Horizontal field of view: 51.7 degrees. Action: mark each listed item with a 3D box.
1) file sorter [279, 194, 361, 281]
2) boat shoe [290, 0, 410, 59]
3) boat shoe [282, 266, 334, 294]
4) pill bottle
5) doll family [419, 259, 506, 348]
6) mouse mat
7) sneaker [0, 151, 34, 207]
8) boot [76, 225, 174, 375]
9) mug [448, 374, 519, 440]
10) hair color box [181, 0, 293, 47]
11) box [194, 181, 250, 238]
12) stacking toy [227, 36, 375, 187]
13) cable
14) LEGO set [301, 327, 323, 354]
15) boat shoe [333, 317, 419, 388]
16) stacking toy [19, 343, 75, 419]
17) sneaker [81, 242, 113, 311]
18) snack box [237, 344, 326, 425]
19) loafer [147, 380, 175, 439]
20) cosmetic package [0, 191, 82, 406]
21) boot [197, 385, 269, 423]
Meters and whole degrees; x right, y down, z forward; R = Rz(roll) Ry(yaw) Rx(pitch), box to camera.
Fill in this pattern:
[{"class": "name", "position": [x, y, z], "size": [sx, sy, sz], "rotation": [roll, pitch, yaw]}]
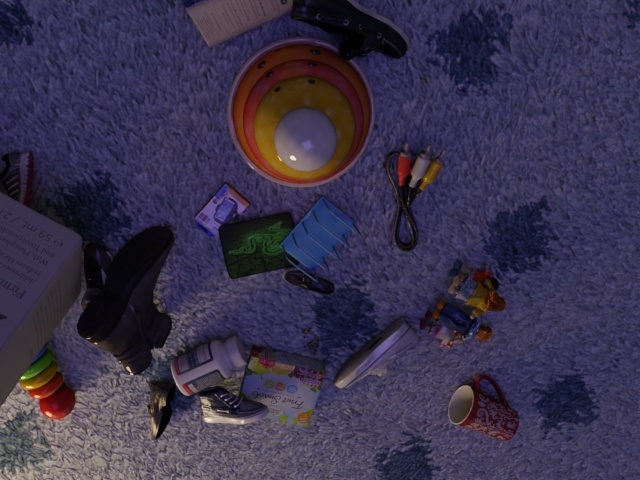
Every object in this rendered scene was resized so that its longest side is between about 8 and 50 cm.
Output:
[{"class": "file sorter", "position": [0.000, 0.000, 1.639], "size": [0.118, 0.104, 0.170], "rotation": [38, 101, -21]}, {"class": "boat shoe", "position": [0.065, -0.454, 1.439], "size": [0.340, 0.127, 0.113], "rotation": [19, 90, -48]}, {"class": "boat shoe", "position": [-0.029, 0.106, 1.710], "size": [0.142, 0.040, 0.049], "rotation": [15, 106, -10]}, {"class": "pill bottle", "position": [-0.286, 0.321, 1.722], "size": [0.180, 0.108, 0.108], "rotation": [-24, 108, 3]}, {"class": "doll family", "position": [0.389, 0.189, 1.731], "size": [0.163, 0.118, 0.263], "rotation": [25, 104, -12]}, {"class": "mouse mat", "position": [-0.154, 0.014, 1.675], "size": [0.189, 0.007, 0.153], "rotation": [-13, 114, -7]}, {"class": "sneaker", "position": [-0.729, -0.131, 1.567], "size": [0.074, 0.063, 0.171], "rotation": [9, 102, -8]}, {"class": "boot", "position": [-0.439, 0.147, 1.647], "size": [0.338, 0.118, 0.223], "rotation": [-57, 142, -19]}, {"class": "mug", "position": [0.466, 0.471, 1.833], "size": [0.169, 0.113, 0.150], "rotation": [26, 105, -15]}, {"class": "hair color box", "position": [-0.123, -0.562, 1.414], "size": [0.347, 0.174, 0.105], "rotation": [-23, 78, 2]}, {"class": "box", "position": [-0.250, -0.070, 1.644], "size": [0.081, 0.028, 0.136], "rotation": [40, 98, -16]}, {"class": "stacking toy", "position": [-0.026, -0.239, 1.372], "size": [0.350, 0.480, 0.351], "rotation": [-2, 107, -5]}, {"class": "cable", "position": [0.212, -0.108, 1.647], "size": [0.139, 0.072, 0.287], "rotation": [12, 106, -3]}, {"class": "LEGO set", "position": [-0.024, 0.276, 1.773], "size": [0.054, 0.023, 0.083], "rotation": [-38, 107, 7]}, {"class": "boat shoe", "position": [0.152, 0.321, 1.765], "size": [0.258, 0.095, 0.084], "rotation": [-41, 102, 9]}, {"class": "stacking toy", "position": [-0.735, 0.322, 1.679], "size": [0.141, 0.141, 0.330], "rotation": [-20, 113, 2]}, {"class": "sneaker", "position": [-0.548, 0.124, 1.633], "size": [0.078, 0.106, 0.234], "rotation": [-2, 109, 7]}, {"class": "snack box", "position": [-0.108, 0.393, 1.778], "size": [0.207, 0.070, 0.175], "rotation": [15, 107, -8]}, {"class": "loafer", "position": [-0.438, 0.455, 1.784], "size": [0.061, 0.062, 0.170], "rotation": [18, 103, 13]}, {"class": "cosmetic package", "position": [-0.754, 0.130, 1.400], "size": [0.329, 0.327, 0.394], "rotation": [29, 58, -6]}, {"class": "boot", "position": [-0.231, 0.423, 1.713], "size": [0.189, 0.069, 0.086], "rotation": [-9, 106, 18]}]
